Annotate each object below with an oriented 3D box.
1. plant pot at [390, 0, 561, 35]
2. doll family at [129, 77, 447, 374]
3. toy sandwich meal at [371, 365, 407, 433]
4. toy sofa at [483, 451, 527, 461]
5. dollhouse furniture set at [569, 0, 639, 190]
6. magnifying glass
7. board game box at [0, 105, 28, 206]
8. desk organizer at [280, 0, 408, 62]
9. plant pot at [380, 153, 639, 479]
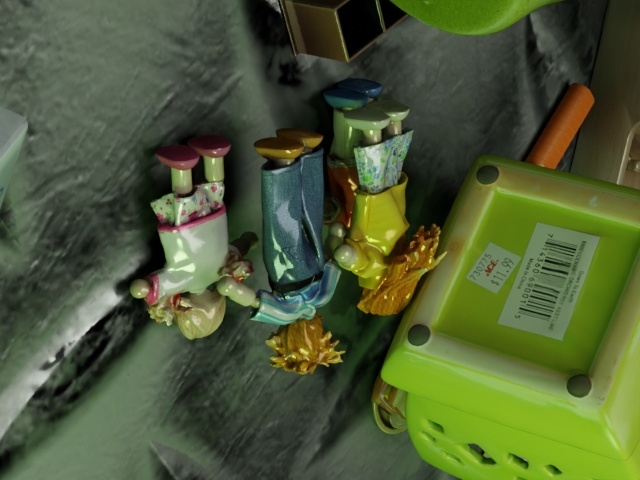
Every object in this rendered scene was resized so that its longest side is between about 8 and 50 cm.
[{"bbox_3d":[0.173,-0.318,0.961,0.353,0.366,0.367,-36,129,-22],"label":"plant pot"},{"bbox_3d":[0.000,0.000,1.018,0.263,0.118,0.163,-24,121,-43],"label":"doll family"},{"bbox_3d":[0.073,0.123,1.221,0.085,0.029,0.086,-21,119,-44],"label":"toy sandwich meal"},{"bbox_3d":[0.208,0.313,1.355,0.177,0.150,0.363,40,73,-50],"label":"toy sofa"},{"bbox_3d":[0.432,-0.075,1.283,0.362,0.394,0.257,3,101,-50],"label":"dollhouse furniture set"},{"bbox_3d":[0.173,-0.040,1.287,0.231,0.026,0.092,-56,138,-17],"label":"magnifying glass"},{"bbox_3d":[-0.242,0.130,0.605,0.319,0.065,0.318,-71,-174,-58],"label":"board game box"},{"bbox_3d":[0.035,-0.178,1.050,0.130,0.050,0.047,-41,132,-33],"label":"desk organizer"},{"bbox_3d":[0.187,0.071,1.118,0.228,0.227,0.207,-64,150,-17],"label":"plant pot"}]
